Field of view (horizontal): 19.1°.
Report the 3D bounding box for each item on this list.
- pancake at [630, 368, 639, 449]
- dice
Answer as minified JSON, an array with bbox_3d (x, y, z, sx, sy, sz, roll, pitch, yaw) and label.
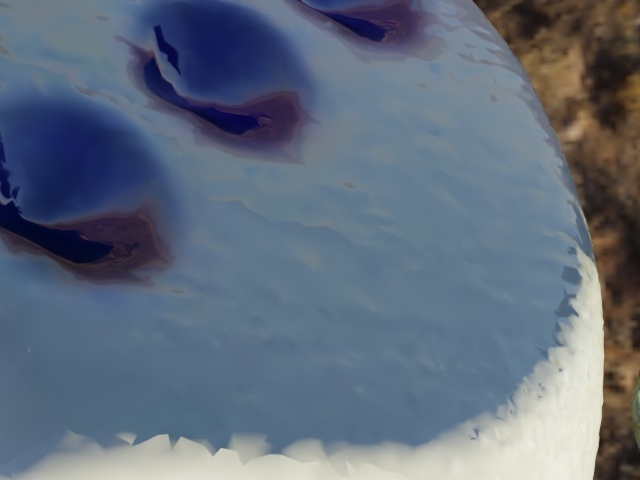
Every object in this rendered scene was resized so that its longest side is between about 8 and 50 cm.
[{"bbox_3d":[0.278,0.104,1.403,0.129,0.023,0.116,-9,106,-38],"label":"pancake"},{"bbox_3d":[-0.096,0.050,0.671,0.277,0.304,0.304,10,42,-25],"label":"dice"}]
